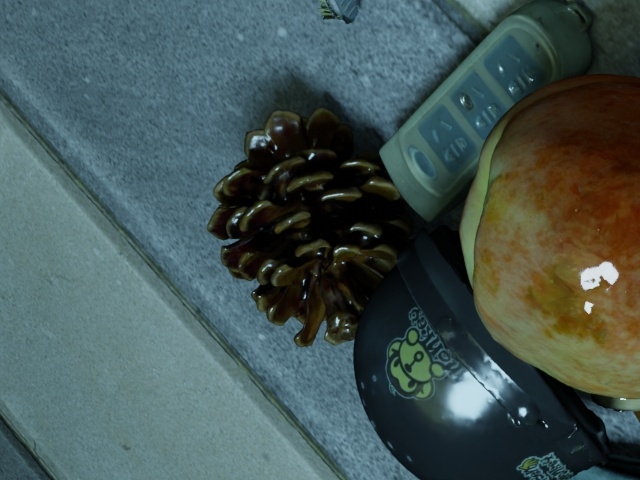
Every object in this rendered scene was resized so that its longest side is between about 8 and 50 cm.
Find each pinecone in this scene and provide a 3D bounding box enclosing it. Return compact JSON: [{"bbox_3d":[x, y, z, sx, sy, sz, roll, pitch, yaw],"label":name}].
[{"bbox_3d":[0.002,-0.001,1.518,0.212,0.168,0.186,47,169,46],"label":"pinecone"}]

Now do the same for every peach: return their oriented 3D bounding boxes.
[{"bbox_3d":[0.228,0.002,1.181,0.256,0.232,0.232,10,138,0],"label":"peach"}]

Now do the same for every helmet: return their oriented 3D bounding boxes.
[{"bbox_3d":[0.112,0.116,1.382,0.231,0.160,0.279,57,-169,25],"label":"helmet"}]

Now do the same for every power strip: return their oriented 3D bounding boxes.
[{"bbox_3d":[0.132,-0.105,1.372,0.080,0.048,0.286,52,146,6],"label":"power strip"}]

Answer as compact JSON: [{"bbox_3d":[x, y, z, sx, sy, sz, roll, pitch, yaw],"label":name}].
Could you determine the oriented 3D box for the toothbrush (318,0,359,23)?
[{"bbox_3d":[-0.041,-0.367,1.381,0.042,0.035,0.413,12,127,51],"label":"toothbrush"}]

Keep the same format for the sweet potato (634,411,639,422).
[{"bbox_3d":[0.291,0.155,1.398,0.095,0.034,0.034,38,144,11],"label":"sweet potato"}]

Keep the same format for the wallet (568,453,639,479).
[{"bbox_3d":[0.250,0.353,1.494,0.237,0.075,0.342,1,106,60],"label":"wallet"}]

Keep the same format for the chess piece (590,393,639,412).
[{"bbox_3d":[0.242,0.070,1.359,0.066,0.066,0.122,20,130,43],"label":"chess piece"}]
